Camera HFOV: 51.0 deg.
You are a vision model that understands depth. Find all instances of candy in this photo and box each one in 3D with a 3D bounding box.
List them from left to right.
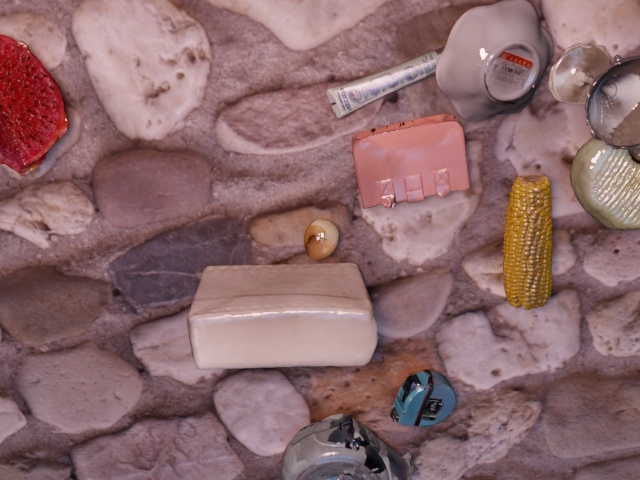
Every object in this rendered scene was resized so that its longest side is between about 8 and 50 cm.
[{"bbox_3d":[-0.075,0.151,1.344,0.359,0.208,0.145,-1,116,-2],"label":"candy"}]

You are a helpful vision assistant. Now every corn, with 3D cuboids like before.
[{"bbox_3d":[0.420,0.018,1.359,0.102,0.101,0.310,-8,116,2],"label":"corn"}]

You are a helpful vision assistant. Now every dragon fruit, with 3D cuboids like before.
[{"bbox_3d":[-0.556,-0.249,1.201,0.161,0.126,0.274,-20,98,48],"label":"dragon fruit"}]

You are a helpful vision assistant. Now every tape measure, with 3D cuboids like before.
[{"bbox_3d":[0.042,0.542,1.561,0.256,0.147,0.275,42,106,-18],"label":"tape measure"},{"bbox_3d":[0.238,0.360,1.521,0.125,0.081,0.146,10,115,-18],"label":"tape measure"}]

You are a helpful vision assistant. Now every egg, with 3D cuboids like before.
[{"bbox_3d":[0.000,0.000,1.353,0.071,0.071,0.083,20,127,-11],"label":"egg"}]

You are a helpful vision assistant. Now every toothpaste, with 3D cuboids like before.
[{"bbox_3d":[0.129,-0.295,1.237,0.239,0.039,0.062,-22,112,8],"label":"toothpaste"}]

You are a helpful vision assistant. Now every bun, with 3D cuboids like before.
[{"bbox_3d":[0.585,-0.128,1.283,0.204,0.126,0.212,-40,103,15],"label":"bun"}]

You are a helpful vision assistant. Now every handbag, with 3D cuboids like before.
[{"bbox_3d":[0.173,-0.149,1.296,0.213,0.059,0.157,-11,114,5],"label":"handbag"}]

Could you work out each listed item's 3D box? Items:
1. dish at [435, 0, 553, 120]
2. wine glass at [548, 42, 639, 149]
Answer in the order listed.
[{"bbox_3d":[0.326,-0.308,1.193,0.229,0.081,0.229,-6,119,-12],"label":"dish"},{"bbox_3d":[0.490,-0.263,1.159,0.156,0.232,0.156,0,116,0],"label":"wine glass"}]
